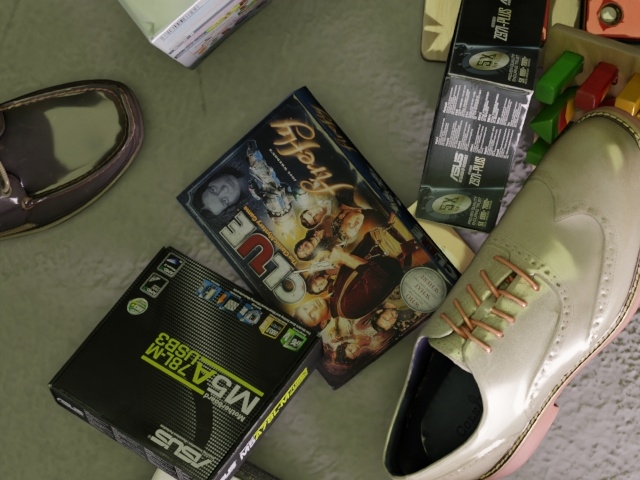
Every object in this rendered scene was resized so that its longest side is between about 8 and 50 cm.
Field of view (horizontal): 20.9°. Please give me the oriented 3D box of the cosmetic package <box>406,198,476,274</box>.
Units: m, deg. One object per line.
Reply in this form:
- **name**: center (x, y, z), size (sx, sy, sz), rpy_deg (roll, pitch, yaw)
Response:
- **cosmetic package**: center (0.115, 0.017, 1.663), size (0.060, 0.041, 0.115), rpy_deg (-42, 89, 3)

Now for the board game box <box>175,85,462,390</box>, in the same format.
- **board game box**: center (0.000, 0.000, 1.642), size (0.165, 0.042, 0.243), rpy_deg (-41, 88, 22)

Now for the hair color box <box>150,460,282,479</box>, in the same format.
- **hair color box**: center (-0.131, 0.373, 1.645), size (0.185, 0.110, 0.339), rpy_deg (28, 93, 4)

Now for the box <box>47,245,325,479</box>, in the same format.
- **box**: center (-0.123, 0.120, 1.613), size (0.190, 0.045, 0.184), rpy_deg (30, 63, 21)

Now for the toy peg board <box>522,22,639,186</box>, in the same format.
- **toy peg board**: center (0.261, -0.091, 1.573), size (0.160, 0.079, 0.161), rpy_deg (21, 133, 22)

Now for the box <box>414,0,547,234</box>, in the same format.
- **box**: center (0.145, -0.122, 1.568), size (0.077, 0.180, 0.147), rpy_deg (12, 47, 2)

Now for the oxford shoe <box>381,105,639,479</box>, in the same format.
- **oxford shoe**: center (0.177, 0.065, 1.537), size (0.140, 0.146, 0.397), rpy_deg (36, 117, 31)

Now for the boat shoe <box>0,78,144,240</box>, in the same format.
- **boat shoe**: center (-0.334, -0.052, 1.639), size (0.355, 0.130, 0.132), rpy_deg (-25, 89, 3)

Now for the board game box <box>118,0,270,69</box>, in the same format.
- **board game box**: center (-0.075, -0.267, 1.538), size (0.224, 0.303, 0.097), rpy_deg (-39, 88, 2)

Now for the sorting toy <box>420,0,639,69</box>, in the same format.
- **sorting toy**: center (0.230, -0.292, 1.631), size (0.255, 0.089, 0.257), rpy_deg (4, 91, 3)
